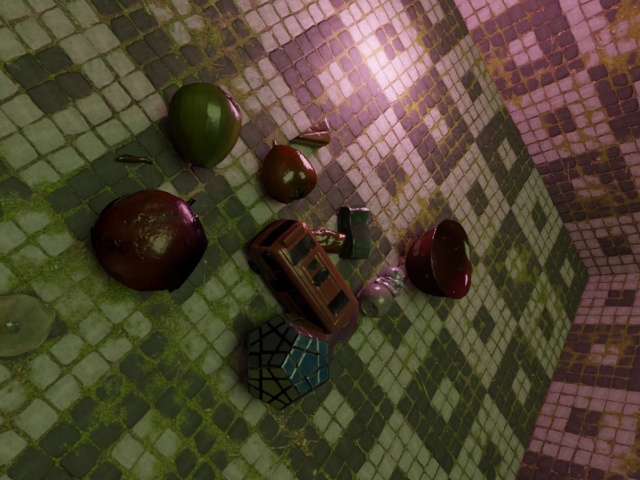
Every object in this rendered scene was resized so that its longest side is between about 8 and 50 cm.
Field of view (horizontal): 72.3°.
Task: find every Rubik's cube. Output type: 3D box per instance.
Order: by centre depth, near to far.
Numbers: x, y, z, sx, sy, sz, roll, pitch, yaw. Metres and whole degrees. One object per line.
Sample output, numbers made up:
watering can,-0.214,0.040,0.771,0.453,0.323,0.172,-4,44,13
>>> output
Rubik's cube,-0.114,0.398,1.470,0.318,0.264,0.320,5,81,-36

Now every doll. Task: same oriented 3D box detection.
doll,0.278,0.209,1.894,0.287,0.150,0.151,-43,109,-41

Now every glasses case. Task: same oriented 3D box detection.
glasses case,0.046,0.373,1.719,0.316,0.075,0.123,-43,109,-34

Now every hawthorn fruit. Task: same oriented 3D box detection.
hawthorn fruit,-0.477,0.008,1.251,0.315,0.315,0.317,7,79,-37
hawthorn fruit,-0.127,-0.267,1.630,0.199,0.199,0.252,-16,82,-38

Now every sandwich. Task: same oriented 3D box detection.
sandwich,-0.047,-0.449,1.780,0.163,0.079,0.114,0,81,-36

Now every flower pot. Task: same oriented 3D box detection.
flower pot,0.142,-0.034,1.842,0.108,0.103,0.230,1,83,-36

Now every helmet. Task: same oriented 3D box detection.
helmet,0.524,0.099,2.034,0.337,0.230,0.385,44,51,-26

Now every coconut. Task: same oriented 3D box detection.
coconut,-0.751,0.206,1.079,0.160,0.162,0.161,6,80,-37

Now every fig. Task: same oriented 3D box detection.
fig,-0.375,-0.364,1.417,0.239,0.239,0.272,11,79,-36

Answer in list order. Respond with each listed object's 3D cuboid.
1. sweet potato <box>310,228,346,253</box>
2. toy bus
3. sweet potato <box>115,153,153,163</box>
sweet potato,0.000,0.000,1.728,0.251,0.097,0.097,6,79,-31
toy bus,-0.063,0.132,1.576,0.203,0.232,0.427,-45,110,-33
sweet potato,-0.583,-0.256,1.371,0.115,0.026,0.026,-4,85,-43
